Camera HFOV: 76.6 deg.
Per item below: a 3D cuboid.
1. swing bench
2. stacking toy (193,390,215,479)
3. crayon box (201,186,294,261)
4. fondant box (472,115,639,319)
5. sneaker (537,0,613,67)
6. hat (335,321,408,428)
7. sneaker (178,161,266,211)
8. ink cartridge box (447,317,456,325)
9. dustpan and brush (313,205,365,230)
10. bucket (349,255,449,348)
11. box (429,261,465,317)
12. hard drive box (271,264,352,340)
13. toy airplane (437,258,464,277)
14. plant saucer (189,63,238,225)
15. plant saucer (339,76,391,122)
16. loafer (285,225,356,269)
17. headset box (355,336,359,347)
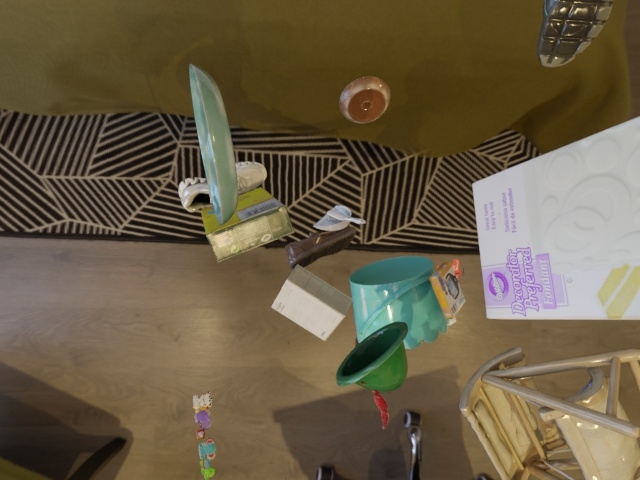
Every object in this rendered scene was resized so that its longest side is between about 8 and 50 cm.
[{"bbox_3d":[0.414,0.324,0.680,0.165,0.255,0.253,-44,111,-41],"label":"swing bench"},{"bbox_3d":[-0.322,0.549,1.141,0.052,0.167,0.221,-6,61,-20],"label":"stacking toy"},{"bbox_3d":[-0.211,-0.058,1.105,0.202,0.318,0.081,-22,112,-11],"label":"crayon box"},{"bbox_3d":[0.377,-0.011,0.562,0.096,0.330,0.238,2,79,-23],"label":"fondant box"},{"bbox_3d":[0.426,-0.432,0.669,0.101,0.106,0.267,3,126,-2],"label":"sneaker"},{"bbox_3d":[0.147,0.277,0.771,0.173,0.208,0.183,-38,89,-2],"label":"hat"},{"bbox_3d":[-0.308,-0.166,1.304,0.292,0.118,0.110,-20,127,-5],"label":"sneaker"},{"bbox_3d":[0.373,0.231,1.508,0.045,0.208,0.206,-19,81,-36],"label":"ink cartridge box"},{"bbox_3d":[0.088,-0.082,1.566,0.211,0.060,0.147,23,52,33],"label":"dustpan and brush"},{"bbox_3d":[0.217,0.167,1.147,0.281,0.281,0.183,-15,101,-4],"label":"bucket"},{"bbox_3d":[0.330,0.133,1.040,0.081,0.028,0.136,-37,105,-40],"label":"box"},{"bbox_3d":[-0.032,0.222,1.425,0.232,0.089,0.181,33,133,2],"label":"hard drive box"},{"bbox_3d":[0.631,0.159,1.986,0.151,0.028,0.151,0,111,-1],"label":"toy airplane"},{"bbox_3d":[-0.215,-0.189,0.826,0.044,0.317,0.317,-11,92,-17],"label":"plant saucer"},{"bbox_3d":[0.171,-0.515,1.523,0.198,0.198,0.036,-7,52,-4],"label":"plant saucer"},{"bbox_3d":[0.000,0.000,1.826,0.366,0.134,0.130,-23,64,-26],"label":"loafer"},{"bbox_3d":[0.255,0.422,1.703,0.110,0.293,0.218,37,67,25],"label":"headset box"}]
